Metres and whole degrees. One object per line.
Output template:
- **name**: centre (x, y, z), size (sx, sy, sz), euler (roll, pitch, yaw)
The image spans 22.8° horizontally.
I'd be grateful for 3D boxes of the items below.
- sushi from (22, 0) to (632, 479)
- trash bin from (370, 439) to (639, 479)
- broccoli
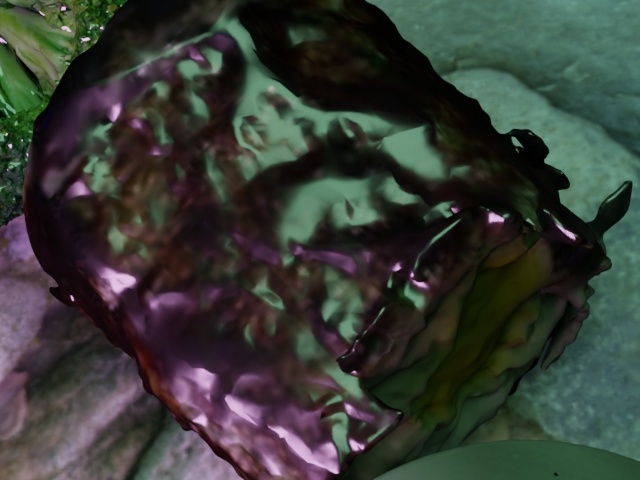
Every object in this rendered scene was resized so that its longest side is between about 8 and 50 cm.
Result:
- **sushi**: centre (0.001, 0.002, 0.996), size (0.294, 0.299, 0.281), euler (41, 105, 22)
- **trash bin**: centre (0.071, 0.255, 0.780), size (0.280, 0.432, 0.280), euler (2, 76, -7)
- **broccoli**: centre (-0.219, -0.125, 1.093), size (0.241, 0.269, 0.261), euler (40, 43, -12)
